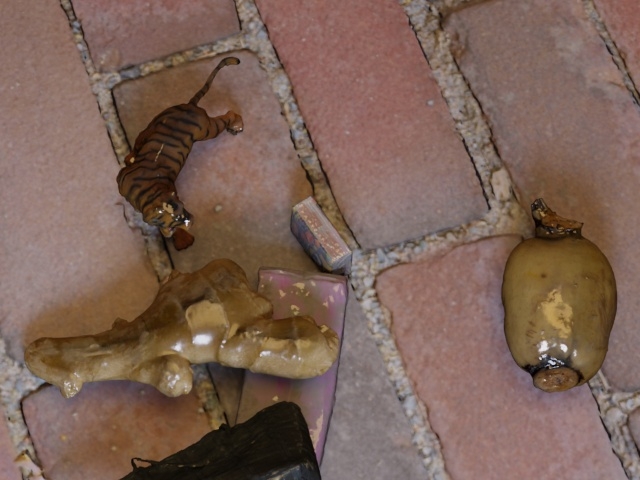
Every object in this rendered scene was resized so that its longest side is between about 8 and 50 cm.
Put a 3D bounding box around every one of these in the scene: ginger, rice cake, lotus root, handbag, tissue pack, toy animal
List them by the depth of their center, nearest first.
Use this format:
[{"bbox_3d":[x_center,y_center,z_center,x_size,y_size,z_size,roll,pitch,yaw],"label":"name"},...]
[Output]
[{"bbox_3d":[-0.117,0.249,1.647,0.270,0.089,0.175,-22,30,-14],"label":"handbag"},{"bbox_3d":[-0.151,0.101,1.760,0.333,0.081,0.148,-13,77,2],"label":"ginger"},{"bbox_3d":[-0.037,0.169,1.782,0.106,0.050,0.298,7,64,4],"label":"rice cake"},{"bbox_3d":[0.260,0.056,1.825,0.118,0.125,0.221,-11,61,35],"label":"lotus root"},{"bbox_3d":[0.000,0.000,1.861,0.035,0.063,0.083,-32,70,-14],"label":"tissue pack"},{"bbox_3d":[-0.157,-0.115,1.872,0.114,0.116,0.255,20,64,3],"label":"toy animal"}]
